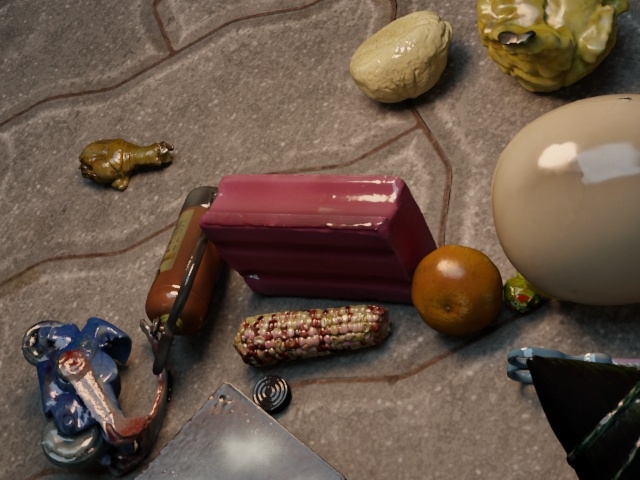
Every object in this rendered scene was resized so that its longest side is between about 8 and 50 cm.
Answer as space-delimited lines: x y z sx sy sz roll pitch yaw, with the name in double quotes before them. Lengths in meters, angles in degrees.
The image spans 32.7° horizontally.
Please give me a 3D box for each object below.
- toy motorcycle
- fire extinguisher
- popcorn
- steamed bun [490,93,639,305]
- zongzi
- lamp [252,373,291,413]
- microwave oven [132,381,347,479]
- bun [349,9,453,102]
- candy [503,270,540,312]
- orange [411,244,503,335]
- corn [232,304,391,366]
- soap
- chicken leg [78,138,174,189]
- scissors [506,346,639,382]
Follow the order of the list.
"toy motorcycle" -0.398 0.268 1.969 0.182 0.241 0.319 -54 44 37
"fire extinguisher" -0.244 0.044 1.985 0.113 0.200 0.376 6 48 8
"popcorn" 0.425 -0.398 1.995 0.292 0.237 0.293 -16 47 17
"steamed bun" 0.451 -0.062 1.683 0.373 0.334 0.334 -4 55 24
"zongzi" 0.416 0.272 1.437 0.319 0.362 0.383 -49 51 10
"lamp" -0.200 0.356 1.821 0.371 0.108 0.130 -38 52 -5
"microwave oven" -0.157 0.481 1.541 0.236 0.374 0.432 35 71 29
"bun" 0.171 -0.357 2.151 0.220 0.134 0.220 -29 21 13
"candy" 0.339 0.040 1.845 0.058 0.062 0.194 -54 20 44
"orange" 0.226 0.079 1.799 0.154 0.155 0.134 -7 28 21
"corn" -0.016 0.164 1.889 0.280 0.092 0.092 -8 53 17
"soap" 0.000 0.000 1.906 0.359 0.233 0.128 2 55 27
"chicken leg" -0.419 -0.167 2.333 0.227 0.088 0.103 1 47 19
"scissors" 0.414 0.192 1.668 0.255 0.125 0.030 0 64 9
